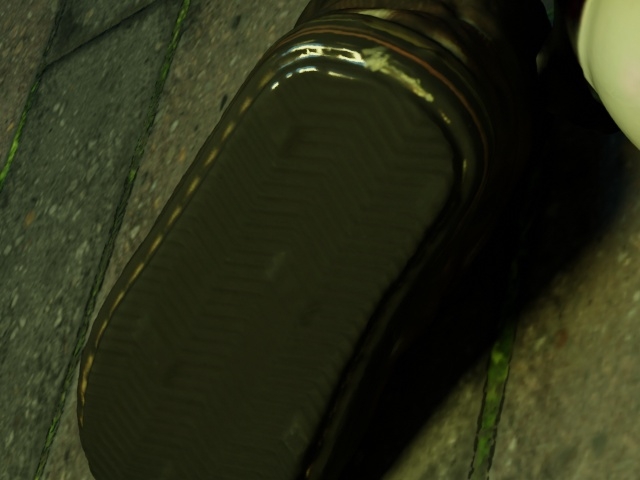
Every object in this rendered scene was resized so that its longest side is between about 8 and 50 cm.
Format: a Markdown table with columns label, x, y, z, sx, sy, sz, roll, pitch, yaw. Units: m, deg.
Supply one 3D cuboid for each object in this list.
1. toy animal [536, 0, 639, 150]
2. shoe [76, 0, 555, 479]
| label | x | y | z | sx | sy | sz | roll | pitch | yaw |
| --- | --- | --- | --- | --- | --- | --- | --- | --- | --- |
| toy animal | 0.194 | -0.104 | 0.962 | 0.138 | 0.166 | 0.179 | -23 | 29 | -7 |
| shoe | 0.000 | 0.000 | 1.107 | 0.237 | 0.171 | 0.384 | -51 | -10 | -54 |
